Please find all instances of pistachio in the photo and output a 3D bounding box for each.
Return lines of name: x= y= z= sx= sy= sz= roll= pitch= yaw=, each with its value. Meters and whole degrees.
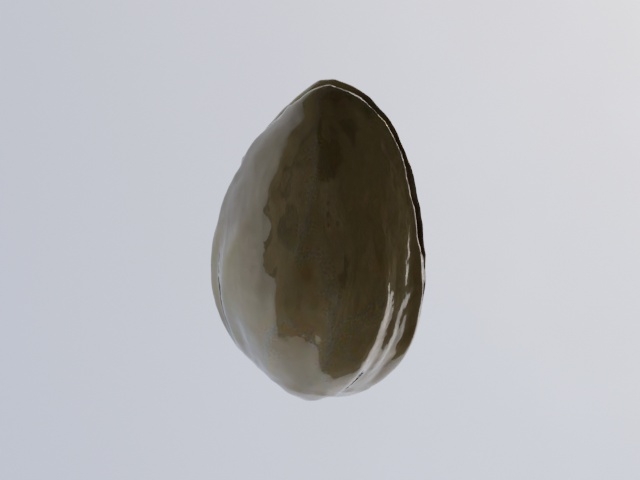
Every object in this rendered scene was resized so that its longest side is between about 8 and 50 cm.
pistachio: x=0.000 y=0.000 z=1.149 sx=0.157 sy=0.157 sz=0.230 roll=-4 pitch=-80 yaw=-43
